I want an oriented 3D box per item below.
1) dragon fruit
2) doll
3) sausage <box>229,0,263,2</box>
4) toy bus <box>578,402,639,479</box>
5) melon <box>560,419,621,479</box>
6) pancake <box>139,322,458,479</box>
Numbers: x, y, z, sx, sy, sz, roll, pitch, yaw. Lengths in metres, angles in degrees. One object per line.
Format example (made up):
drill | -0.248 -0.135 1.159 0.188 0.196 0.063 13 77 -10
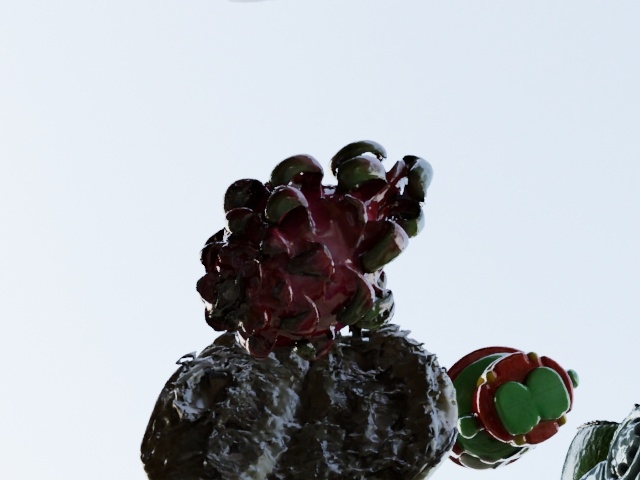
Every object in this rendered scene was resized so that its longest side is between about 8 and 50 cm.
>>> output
dragon fruit | -0.004 0.003 1.529 0.218 0.198 0.272 34 -85 15
doll | 0.240 0.238 2.030 0.160 0.183 0.363 58 -15 12
sausage | 0.014 -0.309 1.478 0.271 0.109 0.109 -9 -48 31
toy bus | 0.238 0.166 0.755 0.152 0.190 0.312 23 -37 -6
melon | 0.313 0.296 1.556 0.129 0.169 0.265 27 -19 -3
pancake | -0.019 0.209 1.712 0.382 0.382 0.071 5 -50 14
